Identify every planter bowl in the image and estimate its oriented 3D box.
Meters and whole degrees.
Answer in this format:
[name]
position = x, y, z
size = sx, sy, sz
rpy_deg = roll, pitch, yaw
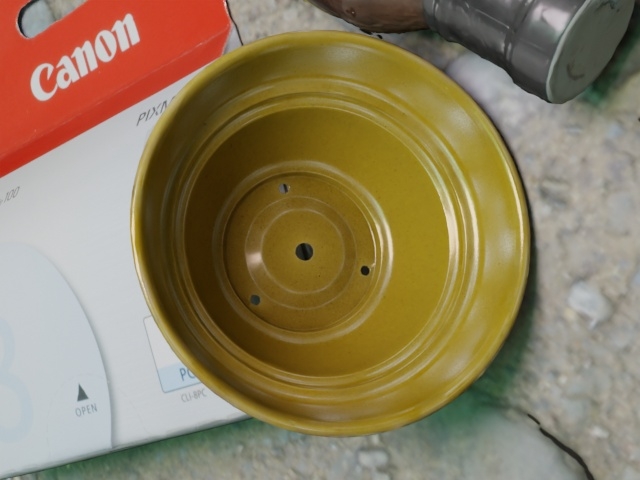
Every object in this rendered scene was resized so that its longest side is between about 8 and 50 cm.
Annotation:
[planter bowl]
position = 0.000, 0.000, 0.578
size = 0.090, 0.217, 0.217
rpy_deg = 145, 109, -73

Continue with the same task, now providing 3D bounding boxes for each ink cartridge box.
[ink cartridge box]
position = -0.177, -0.041, 0.736
size = 0.308, 0.091, 0.384
rpy_deg = -20, 84, 37

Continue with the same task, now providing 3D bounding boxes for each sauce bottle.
[sauce bottle]
position = 0.007, -0.184, 0.565
size = 0.344, 0.111, 0.111
rpy_deg = 39, 117, 28
